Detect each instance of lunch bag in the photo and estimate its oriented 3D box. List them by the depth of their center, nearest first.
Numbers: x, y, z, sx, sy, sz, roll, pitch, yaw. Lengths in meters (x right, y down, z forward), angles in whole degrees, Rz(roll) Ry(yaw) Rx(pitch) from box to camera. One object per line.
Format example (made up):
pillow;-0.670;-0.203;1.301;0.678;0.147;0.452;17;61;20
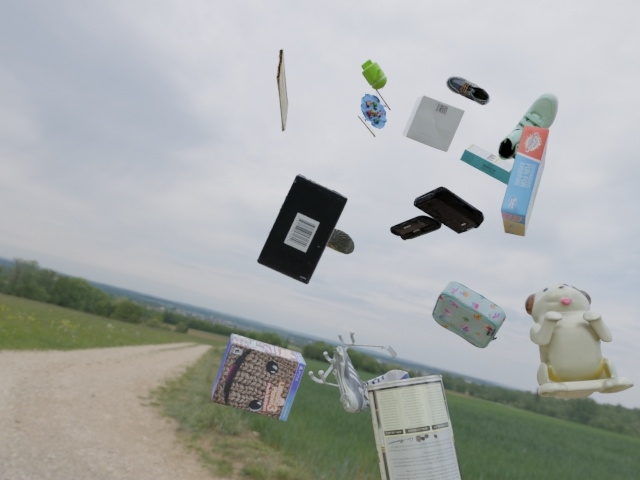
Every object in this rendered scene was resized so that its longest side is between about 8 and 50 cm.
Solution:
lunch bag;0.614;0.319;2.004;0.279;0.108;0.223;33;-40;23

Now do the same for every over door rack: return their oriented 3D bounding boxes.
over door rack;0.116;0.490;1.954;0.324;0.239;0.108;0;-49;52

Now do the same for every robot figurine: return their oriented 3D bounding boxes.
robot figurine;0.196;-0.599;1.744;0.115;0.067;0.101;52;11;-11

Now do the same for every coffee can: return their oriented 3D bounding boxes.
coffee can;0.237;0.496;1.220;0.202;0.275;0.201;-7;-18;-2

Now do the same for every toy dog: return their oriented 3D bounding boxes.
toy dog;0.908;0.350;1.746;0.285;0.407;0.395;-13;-27;23

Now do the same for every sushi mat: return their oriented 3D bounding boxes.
sushi mat;-0.151;-0.589;1.918;0.019;0.151;0.316;3;-25;1

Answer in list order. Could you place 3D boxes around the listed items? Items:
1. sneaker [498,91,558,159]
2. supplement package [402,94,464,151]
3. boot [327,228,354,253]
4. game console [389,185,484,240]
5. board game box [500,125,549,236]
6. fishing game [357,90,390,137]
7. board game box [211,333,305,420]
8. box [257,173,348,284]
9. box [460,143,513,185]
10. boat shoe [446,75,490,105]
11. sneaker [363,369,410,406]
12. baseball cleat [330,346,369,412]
sneaker;0.708;-0.379;1.643;0.094;0.255;0.151;41;39;22
supplement package;0.516;-0.544;2.237;0.200;0.197;0.262;21;15;0
boot;0.000;0.000;2.148;0.236;0.089;0.270;31;-19;-15
game console;0.375;-0.073;1.691;0.213;0.043;0.361;29;-28;-22
board game box;0.588;-0.156;1.385;0.064;0.242;0.317;15;-3;24
fishing game;0.268;-0.639;2.354;0.041;0.264;0.189;-19;-62;45
board game box;-0.237;0.518;1.827;0.291;0.231;0.141;18;1;-11
box;-0.057;-0.047;1.566;0.183;0.296;0.294;25;5;-6
box;0.755;-0.340;2.139;0.244;0.101;0.060;34;-48;20
boat shoe;0.560;-0.575;1.819;0.184;0.065;0.083;31;16;11
sneaker;0.260;0.698;2.245;0.316;0.127;0.182;-6;-22;-23
baseball cleat;0.097;0.432;1.497;0.110;0.205;0.072;11;-37;-30
